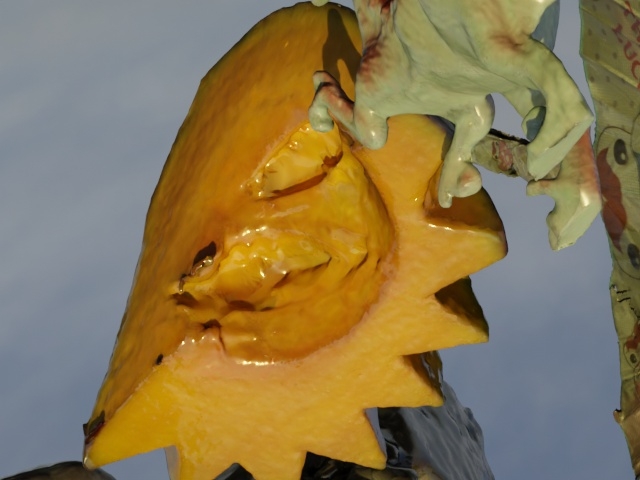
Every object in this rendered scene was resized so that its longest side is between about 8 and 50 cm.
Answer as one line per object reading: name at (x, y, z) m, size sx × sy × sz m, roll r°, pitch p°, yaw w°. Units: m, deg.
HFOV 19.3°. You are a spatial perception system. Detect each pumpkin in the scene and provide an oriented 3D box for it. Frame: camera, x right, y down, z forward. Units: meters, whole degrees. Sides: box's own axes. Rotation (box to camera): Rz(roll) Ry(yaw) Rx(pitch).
pumpkin at (0.000, 0.000, 0.864) m, size 0.254 × 0.130 × 0.149 m, roll -50°, pitch -148°, yaw 32°

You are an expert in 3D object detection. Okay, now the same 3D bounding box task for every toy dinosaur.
toy dinosaur at (0.064, -0.085, 0.653) m, size 0.053 × 0.167 × 0.242 m, roll -8°, pitch 162°, yaw -27°

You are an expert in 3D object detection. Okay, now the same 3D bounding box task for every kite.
kite at (0.153, -0.022, 0.958) m, size 0.011 × 0.335 × 0.314 m, roll -15°, pitch -163°, yaw -27°

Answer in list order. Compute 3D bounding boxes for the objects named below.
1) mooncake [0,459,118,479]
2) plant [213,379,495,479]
mooncake at (-0.243, 0.350, 1.677) m, size 0.154 × 0.306 × 0.306 m, roll -14°, pitch -160°, yaw 45°
plant at (0.013, 0.185, 1.072) m, size 0.199 × 0.188 × 0.276 m, roll -33°, pitch -165°, yaw 18°
